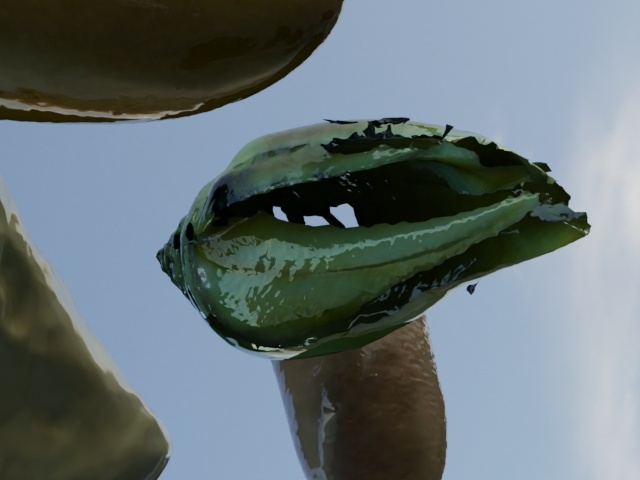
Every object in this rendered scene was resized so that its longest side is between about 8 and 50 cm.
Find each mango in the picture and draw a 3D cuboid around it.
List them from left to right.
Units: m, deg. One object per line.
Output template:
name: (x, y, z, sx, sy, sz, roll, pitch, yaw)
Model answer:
mango: (-0.114, -0.110, 0.485, 0.113, 0.253, 0.138, 105, 179, -74)

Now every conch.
conch: (0.001, -0.001, 0.605, 0.095, 0.201, 0.079, 39, -133, -24)

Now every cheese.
cheese: (-0.219, 0.063, 0.664, 0.248, 0.173, 0.251, -38, -49, -30)

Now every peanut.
peanut: (0.017, 0.062, 0.699, 0.076, 0.076, 0.152, 61, -166, -53)
